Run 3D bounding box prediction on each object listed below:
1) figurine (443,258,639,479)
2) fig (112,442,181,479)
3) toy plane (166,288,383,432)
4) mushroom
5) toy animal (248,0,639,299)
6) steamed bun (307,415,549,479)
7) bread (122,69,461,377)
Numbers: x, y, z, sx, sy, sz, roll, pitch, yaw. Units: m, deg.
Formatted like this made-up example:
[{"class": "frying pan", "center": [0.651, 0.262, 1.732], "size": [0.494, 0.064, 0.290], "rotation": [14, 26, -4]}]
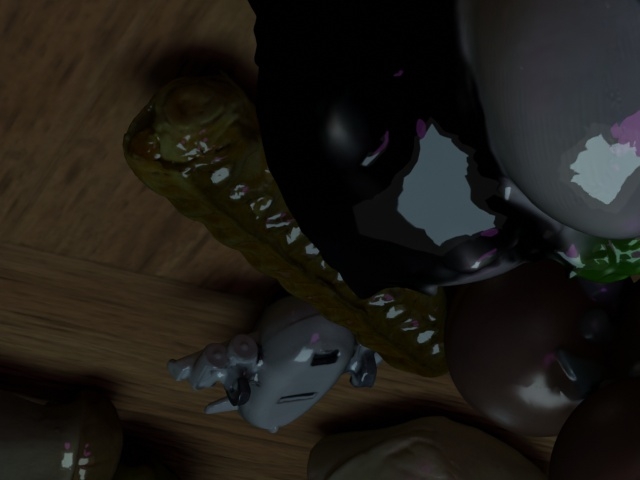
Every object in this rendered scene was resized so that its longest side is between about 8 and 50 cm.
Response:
[{"class": "figurine", "center": [0.284, 0.136, 1.239], "size": [0.248, 0.277, 0.388], "rotation": [-43, 129, 2]}, {"class": "fig", "center": [-0.189, 0.263, 1.627], "size": [0.203, 0.203, 0.225], "rotation": [11, 117, -16]}, {"class": "toy plane", "center": [-0.027, 0.086, 1.365], "size": [0.174, 0.080, 0.174], "rotation": [-14, 159, -5]}, {"class": "mushroom", "center": [-0.326, 0.148, 1.466], "size": [0.350, 0.128, 0.128], "rotation": [9, 151, -22]}, {"class": "toy animal", "center": [0.114, -0.078, 0.916], "size": [0.266, 0.213, 0.212], "rotation": [-8, 151, 33]}, {"class": "steamed bun", "center": [0.100, 0.250, 1.584], "size": [0.170, 0.153, 0.238], "rotation": [-18, 149, 32]}, {"class": "bread", "center": [0.001, 0.000, 1.199], "size": [0.084, 0.077, 0.367], "rotation": [-40, 141, 11]}]
